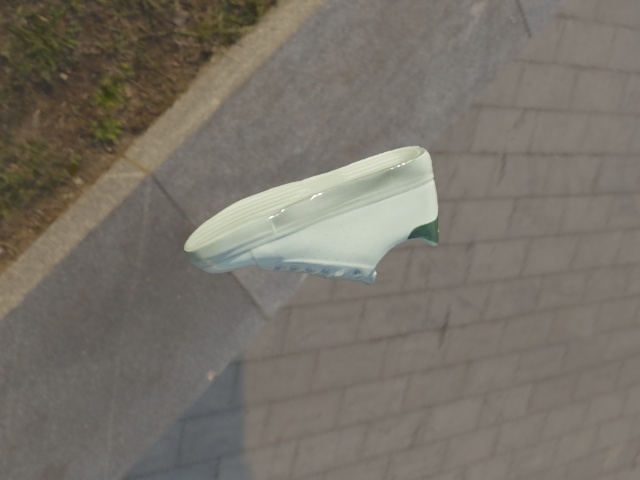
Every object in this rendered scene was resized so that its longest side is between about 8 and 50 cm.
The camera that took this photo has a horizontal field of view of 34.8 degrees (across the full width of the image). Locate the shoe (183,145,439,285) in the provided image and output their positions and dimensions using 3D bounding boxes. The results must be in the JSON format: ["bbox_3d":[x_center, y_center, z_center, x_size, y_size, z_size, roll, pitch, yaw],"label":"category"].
[{"bbox_3d":[0.000,0.000,1.419,0.362,0.132,0.160,-21,107,-8],"label":"shoe"}]
